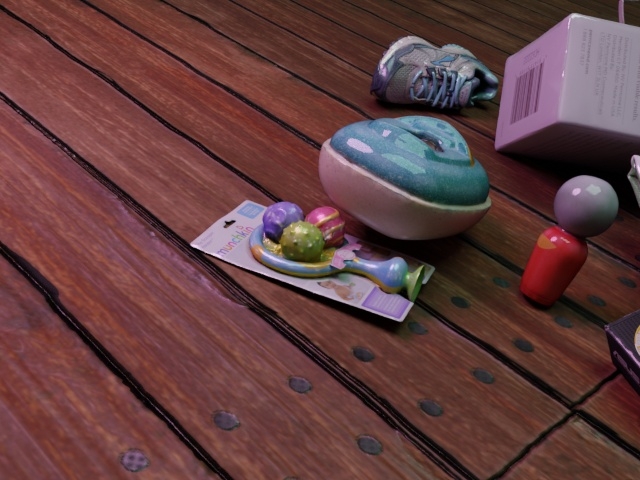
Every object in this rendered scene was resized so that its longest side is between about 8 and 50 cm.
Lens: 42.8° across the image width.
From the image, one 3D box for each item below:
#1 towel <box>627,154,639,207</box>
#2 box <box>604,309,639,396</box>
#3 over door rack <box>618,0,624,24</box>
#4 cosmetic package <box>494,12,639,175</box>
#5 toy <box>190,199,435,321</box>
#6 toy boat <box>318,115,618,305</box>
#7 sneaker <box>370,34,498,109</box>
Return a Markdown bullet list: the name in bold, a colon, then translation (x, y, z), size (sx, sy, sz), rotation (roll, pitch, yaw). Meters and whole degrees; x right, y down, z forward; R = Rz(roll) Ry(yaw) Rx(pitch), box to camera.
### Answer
- **towel**: translation (0.568, -0.007, 1.034), size (0.324, 0.038, 0.248), rotation (2, 54, -8)
- **box**: translation (0.420, 0.132, 0.723), size (0.216, 0.060, 0.270), rotation (-24, 36, 0)
- **over door rack**: translation (0.639, -0.316, 1.430), size (0.324, 0.108, 0.239), rotation (15, 5, 2)
- **cosmetic package**: translation (0.523, -0.189, 1.229), size (0.453, 0.161, 0.230), rotation (10, -5, -10)
- **toy**: translation (0.000, 0.000, 0.871), size (0.237, 0.056, 0.137), rotation (22, 29, 13)
- **toy boat**: translation (0.167, -0.061, 0.935), size (0.318, 0.148, 0.267), rotation (30, 19, 17)
- **sneaker**: translation (0.203, -0.276, 1.386), size (0.283, 0.110, 0.122), rotation (-17, 45, -42)
